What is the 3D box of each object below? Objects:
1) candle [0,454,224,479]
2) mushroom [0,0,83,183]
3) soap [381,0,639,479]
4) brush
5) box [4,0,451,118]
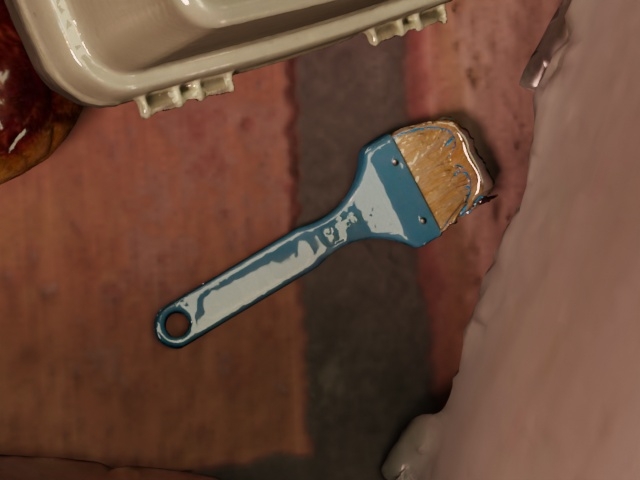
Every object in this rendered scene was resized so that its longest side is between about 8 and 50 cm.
[{"bbox_3d":[-0.135,0.154,0.480,0.317,0.287,0.131,5,94,-19],"label":"candle"},{"bbox_3d":[-0.146,-0.080,0.591,0.123,0.052,0.123,0,92,-13],"label":"mushroom"},{"bbox_3d":[0.292,0.045,0.603,0.435,0.213,0.350,15,99,-17],"label":"soap"},{"bbox_3d":[0.000,0.000,0.652,0.164,0.014,0.051,-31,97,-13],"label":"brush"},{"bbox_3d":[-0.016,-0.139,0.565,0.210,0.129,0.148,-22,96,-32],"label":"box"}]
